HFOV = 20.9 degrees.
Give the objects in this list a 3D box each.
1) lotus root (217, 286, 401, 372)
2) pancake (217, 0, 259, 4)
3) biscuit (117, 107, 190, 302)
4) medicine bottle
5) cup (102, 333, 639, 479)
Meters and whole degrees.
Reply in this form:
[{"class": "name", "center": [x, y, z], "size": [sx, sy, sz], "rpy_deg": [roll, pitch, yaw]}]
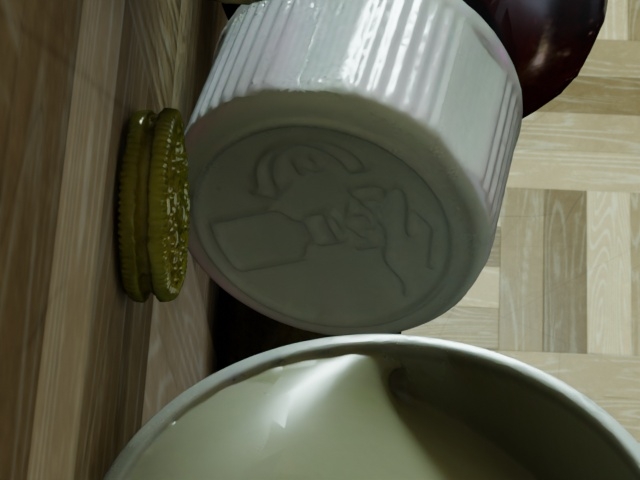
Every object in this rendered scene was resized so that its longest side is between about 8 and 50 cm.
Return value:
[{"class": "lotus root", "center": [-0.010, 0.047, 1.166], "size": [0.124, 0.123, 0.241], "rpy_deg": [4, -85, 63]}, {"class": "pancake", "center": [-0.031, -0.284, 0.689], "size": [0.387, 0.082, 0.387], "rpy_deg": [6, 90, -86]}, {"class": "biscuit", "center": [-0.071, -0.015, 0.741], "size": [0.084, 0.023, 0.084], "rpy_deg": [1, 90, -87]}, {"class": "medicine bottle", "center": [0.039, -0.139, 0.984], "size": [0.395, 0.242, 0.242], "rpy_deg": [-66, 162, -49]}, {"class": "cup", "center": [0.004, 0.258, 0.728], "size": [0.323, 0.237, 0.327], "rpy_deg": [-46, 149, -39]}]
